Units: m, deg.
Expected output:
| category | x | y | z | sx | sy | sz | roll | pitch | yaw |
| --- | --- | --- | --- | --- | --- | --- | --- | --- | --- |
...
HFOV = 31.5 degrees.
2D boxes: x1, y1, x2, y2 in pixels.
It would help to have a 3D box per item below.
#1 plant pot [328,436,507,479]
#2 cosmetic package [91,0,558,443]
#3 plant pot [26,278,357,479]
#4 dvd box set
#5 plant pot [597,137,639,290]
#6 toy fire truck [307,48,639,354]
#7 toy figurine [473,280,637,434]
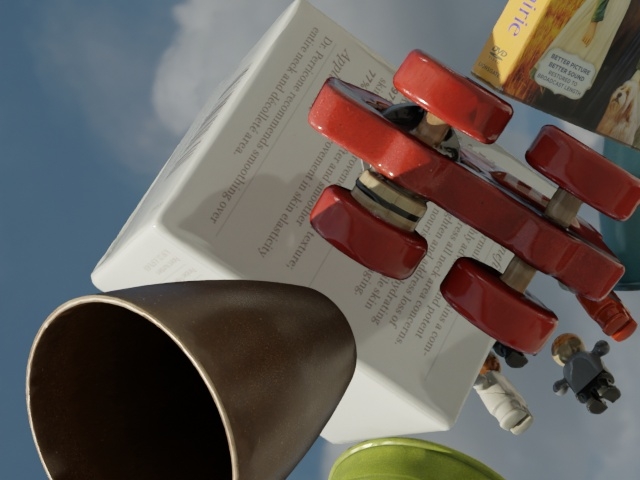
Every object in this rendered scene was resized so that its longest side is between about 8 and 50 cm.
| category | x | y | z | sx | sy | sz | roll | pitch | yaw |
| --- | --- | --- | --- | --- | --- | --- | --- | --- | --- |
| plant pot | 0.114 | 0.549 | 1.706 | 0.366 | 0.366 | 0.353 | 54 | -139 | -19 |
| cosmetic package | 0.000 | 0.000 | 1.355 | 0.394 | 0.327 | 0.329 | 36 | -114 | -12 |
| plant pot | -0.077 | 0.117 | 0.920 | 0.230 | 0.215 | 0.215 | -22 | -89 | -51 |
| dvd box set | 0.383 | -0.316 | 1.258 | 0.308 | 0.420 | 0.062 | 15 | -159 | -39 |
| plant pot | 0.498 | -0.084 | 1.537 | 0.272 | 0.272 | 0.255 | -13 | -87 | -52 |
| toy fire truck | 0.126 | -0.049 | 0.999 | 0.302 | 0.169 | 0.254 | 30 | -169 | -4 |
| toy figurine | 0.295 | 0.134 | 1.511 | 0.148 | 0.213 | 0.209 | -118 | 18 | -48 |
